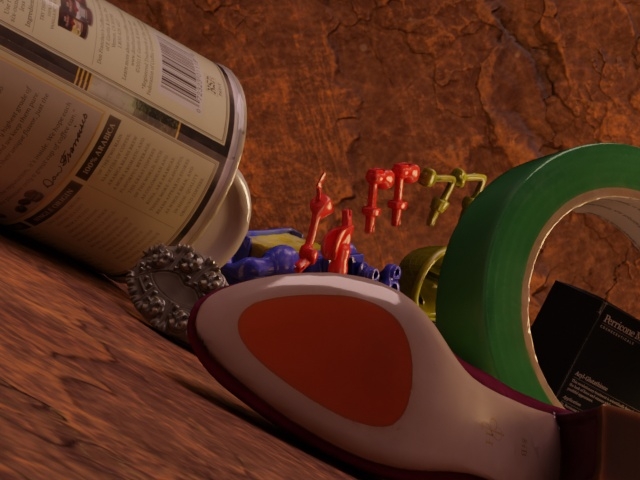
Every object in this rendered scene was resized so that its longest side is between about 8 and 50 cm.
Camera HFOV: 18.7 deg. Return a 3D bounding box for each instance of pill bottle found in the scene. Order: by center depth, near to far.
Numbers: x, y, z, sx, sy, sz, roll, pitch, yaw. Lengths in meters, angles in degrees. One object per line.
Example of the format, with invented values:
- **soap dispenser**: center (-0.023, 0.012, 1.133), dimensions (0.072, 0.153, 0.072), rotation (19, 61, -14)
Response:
- **pill bottle**: center (-0.176, -0.054, 1.894), dimensions (0.131, 0.131, 0.229), rotation (27, 2, -38)

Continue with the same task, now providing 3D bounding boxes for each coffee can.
- **coffee can**: center (-0.225, -0.107, 1.520), dimensions (0.275, 0.201, 0.201), rotation (28, 2, -35)

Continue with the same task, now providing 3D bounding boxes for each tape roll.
- **tape roll**: center (0.255, 0.075, 1.756), dimensions (0.321, 0.321, 0.077), rotation (28, -23, -24)

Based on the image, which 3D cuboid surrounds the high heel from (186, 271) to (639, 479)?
- **high heel**: center (0.055, 0.130, 1.349), dimensions (0.377, 0.127, 0.181), rotation (24, -25, -20)

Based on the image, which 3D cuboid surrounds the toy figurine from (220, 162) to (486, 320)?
- **toy figurine**: center (0.000, 0.000, 2.121), dimensions (0.217, 0.191, 0.362), rotation (9, 10, 33)

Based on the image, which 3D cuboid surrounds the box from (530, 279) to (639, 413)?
- **box**: center (0.308, 0.179, 1.912), dimensions (0.261, 0.184, 0.103), rotation (28, 2, -27)

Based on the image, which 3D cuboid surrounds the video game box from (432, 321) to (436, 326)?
- **video game box**: center (0.108, 0.106, 2.262), dimensions (0.187, 0.048, 0.205), rotation (10, 8, -18)

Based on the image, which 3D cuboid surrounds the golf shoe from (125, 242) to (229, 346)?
- **golf shoe**: center (-0.072, 0.068, 1.445), dimensions (0.176, 0.069, 0.086), rotation (33, -16, 32)
